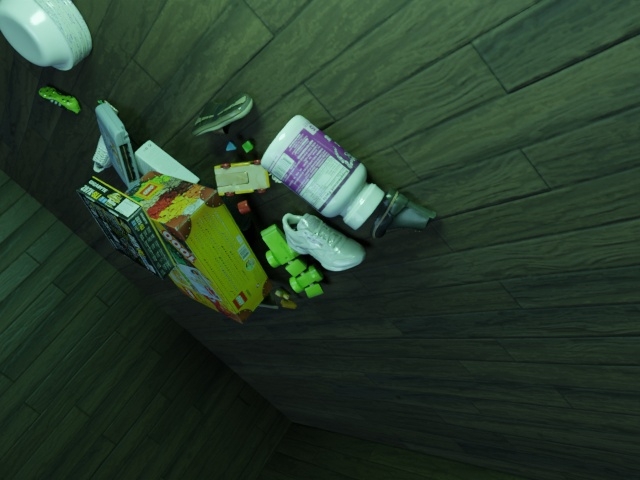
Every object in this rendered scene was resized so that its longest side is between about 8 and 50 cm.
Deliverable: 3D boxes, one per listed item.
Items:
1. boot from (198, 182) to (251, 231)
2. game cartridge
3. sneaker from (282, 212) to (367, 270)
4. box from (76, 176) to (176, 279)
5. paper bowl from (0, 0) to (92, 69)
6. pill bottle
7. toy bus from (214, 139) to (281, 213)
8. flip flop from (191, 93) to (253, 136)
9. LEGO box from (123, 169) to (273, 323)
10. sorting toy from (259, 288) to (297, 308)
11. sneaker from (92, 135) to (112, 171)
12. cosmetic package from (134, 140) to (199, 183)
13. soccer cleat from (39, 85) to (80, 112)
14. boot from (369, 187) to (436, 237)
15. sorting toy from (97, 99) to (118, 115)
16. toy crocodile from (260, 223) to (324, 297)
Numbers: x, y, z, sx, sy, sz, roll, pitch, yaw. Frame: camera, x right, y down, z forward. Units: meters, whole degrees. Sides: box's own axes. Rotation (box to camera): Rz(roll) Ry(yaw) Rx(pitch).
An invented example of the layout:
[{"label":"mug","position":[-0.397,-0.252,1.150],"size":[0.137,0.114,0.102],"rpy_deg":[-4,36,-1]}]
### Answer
[{"label":"boot","position":[-0.392,-0.091,2.049],"size":[0.246,0.094,0.207],"rpy_deg":[38,149,-17]},{"label":"game cartridge","position":[-0.730,-0.334,1.990],"size":[0.198,0.062,0.297],"rpy_deg":[45,151,27]},{"label":"sneaker","position":[0.000,0.000,1.732],"size":[0.305,0.114,0.152],"rpy_deg":[18,148,30]},{"label":"box","position":[-0.637,-0.036,1.830],"size":[0.257,0.079,0.322],"rpy_deg":[25,149,26]},{"label":"paper bowl","position":[-0.851,-0.646,1.667],"size":[0.284,0.148,0.284],"rpy_deg":[26,149,17]},{"label":"pill bottle","position":[0.011,-0.167,1.415],"size":[0.301,0.169,0.169],"rpy_deg":[38,152,-4]},{"label":"toy bus","position":[-0.221,-0.197,1.689],"size":[0.202,0.191,0.104],"rpy_deg":[39,-165,-4]},{"label":"flip flop","position":[-0.273,-0.339,1.553],"size":[0.277,0.112,0.080],"rpy_deg":[-6,146,44]},{"label":"LEGO box","position":[-0.439,0.024,1.967],"size":[0.372,0.193,0.500],"rpy_deg":[18,146,38]},{"label":"sorting toy","position":[-0.249,0.198,2.250],"size":[0.307,0.041,0.229],"rpy_deg":[14,-156,-33]},{"label":"sneaker","position":[-0.845,-0.345,2.169],"size":[0.090,0.095,0.235],"rpy_deg":[40,150,-3]},{"label":"cosmetic package","position":[-0.564,-0.246,2.020],"size":[0.231,0.085,0.117],"rpy_deg":[39,153,-2]},{"label":"soccer cleat","position":[-0.989,-0.529,2.088],"size":[0.179,0.060,0.072],"rpy_deg":[24,151,17]},{"label":"boot","position":[0.216,-0.042,1.483],"size":[0.137,0.077,0.198],"rpy_deg":[27,152,6]},{"label":"sorting toy","position":[-0.755,-0.475,1.958],"size":[0.083,0.012,0.062],"rpy_deg":[41,152,-11]},{"label":"toy crocodile","position":[-0.092,0.078,1.977],"size":[0.115,0.105,0.340],"rpy_deg":[-33,114,16]}]
